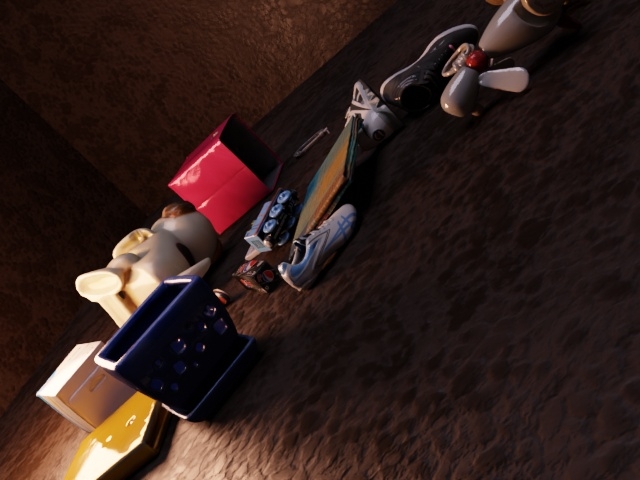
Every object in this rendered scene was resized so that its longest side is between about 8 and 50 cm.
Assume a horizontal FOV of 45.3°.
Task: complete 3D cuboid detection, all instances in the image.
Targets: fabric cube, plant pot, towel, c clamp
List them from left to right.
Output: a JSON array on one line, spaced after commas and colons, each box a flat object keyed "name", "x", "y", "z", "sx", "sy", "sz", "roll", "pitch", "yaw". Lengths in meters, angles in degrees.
[{"name": "plant pot", "x": -0.277, "y": 0.221, "z": 1.524, "sx": 0.236, "sy": 0.212, "sz": 0.236, "roll": -52, "pitch": 18, "yaw": -19}, {"name": "fabric cube", "x": -0.320, "y": -0.232, "z": 2.642, "sx": 0.258, "sy": 0.259, "sz": 0.254, "roll": -37, "pitch": 19, "yaw": 25}, {"name": "c clamp", "x": -0.033, "y": -0.335, "z": 2.619, "sx": 0.160, "sy": 0.022, "sz": 0.137, "roll": -40, "pitch": 17, "yaw": 13}, {"name": "towel", "x": 0.018, "y": -0.129, "z": 1.860, "sx": 0.271, "sy": 0.040, "sz": 0.370, "roll": -57, "pitch": 11, "yaw": 29}]

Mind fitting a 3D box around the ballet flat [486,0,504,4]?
[{"name": "ballet flat", "x": 0.535, "y": -0.637, "z": 1.766, "sx": 0.342, "sy": 0.116, "sz": 0.124, "roll": -20, "pitch": 27, "yaw": 20}]

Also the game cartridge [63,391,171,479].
[{"name": "game cartridge", "x": -0.446, "y": 0.451, "z": 1.676, "sx": 0.323, "sy": 0.052, "sz": 0.285, "roll": -42, "pitch": 17, "yaw": 18}]

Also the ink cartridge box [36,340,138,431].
[{"name": "ink cartridge box", "x": -0.584, "y": 0.377, "z": 1.958, "sx": 0.171, "sy": 0.168, "sz": 0.232, "roll": -54, "pitch": 19, "yaw": -26}]

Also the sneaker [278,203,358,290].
[{"name": "sneaker", "x": 0.000, "y": 0.000, "z": 1.621, "sx": 0.237, "sy": 0.086, "sz": 0.085, "roll": -52, "pitch": 16, "yaw": -28}]

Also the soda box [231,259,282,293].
[{"name": "soda box", "x": -0.153, "y": 0.084, "z": 1.825, "sx": 0.053, "sy": 0.060, "sz": 0.169, "roll": -49, "pitch": 17, "yaw": -16}]

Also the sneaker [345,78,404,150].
[{"name": "sneaker", "x": 0.115, "y": -0.336, "z": 2.084, "sx": 0.146, "sy": 0.122, "sz": 0.330, "roll": -45, "pitch": 20, "yaw": 13}]

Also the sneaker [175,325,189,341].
[{"name": "sneaker", "x": -0.400, "y": 0.228, "z": 2.030, "sx": 0.221, "sy": 0.087, "sz": 0.128, "roll": -51, "pitch": 19, "yaw": -24}]

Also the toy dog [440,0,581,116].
[{"name": "toy dog", "x": 0.399, "y": -0.387, "z": 1.564, "sx": 0.334, "sy": 0.161, "sz": 0.220, "roll": -51, "pitch": 13, "yaw": 36}]

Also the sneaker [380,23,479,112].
[{"name": "sneaker", "x": 0.296, "y": -0.423, "z": 1.932, "sx": 0.295, "sy": 0.104, "sz": 0.147, "roll": -36, "pitch": 31, "yaw": 8}]

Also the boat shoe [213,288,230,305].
[{"name": "boat shoe", "x": -0.272, "y": 0.159, "z": 1.953, "sx": 0.137, "sy": 0.049, "sz": 0.043, "roll": -25, "pitch": 29, "yaw": 55}]

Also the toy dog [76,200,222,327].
[{"name": "toy dog", "x": -0.457, "y": 0.052, "z": 2.258, "sx": 0.395, "sy": 0.284, "sz": 0.408, "roll": -34, "pitch": 18, "yaw": 32}]

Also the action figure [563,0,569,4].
[{"name": "action figure", "x": 0.512, "y": -0.533, "z": 1.714, "sx": 0.137, "sy": 0.063, "sz": 0.232, "roll": -45, "pitch": 12, "yaw": -8}]

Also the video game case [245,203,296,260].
[{"name": "video game case", "x": -0.134, "y": -0.023, "z": 2.113, "sx": 0.157, "sy": 0.019, "sz": 0.143, "roll": -35, "pitch": 19, "yaw": 29}]

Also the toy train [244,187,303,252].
[{"name": "toy train", "x": -0.119, "y": -0.055, "z": 1.998, "sx": 0.105, "sy": 0.080, "sz": 0.184, "roll": -10, "pitch": 45, "yaw": 42}]
